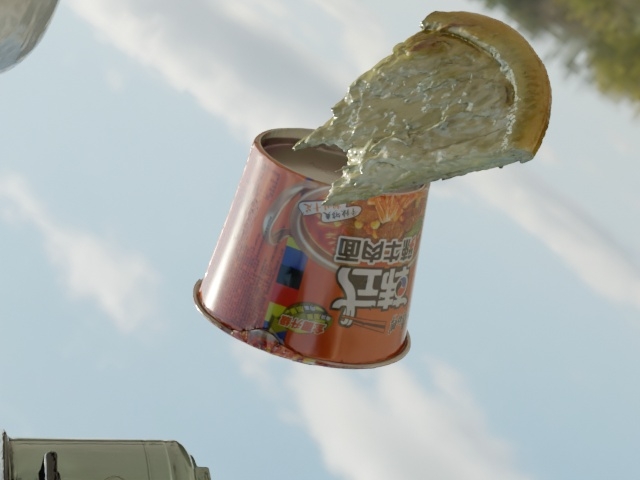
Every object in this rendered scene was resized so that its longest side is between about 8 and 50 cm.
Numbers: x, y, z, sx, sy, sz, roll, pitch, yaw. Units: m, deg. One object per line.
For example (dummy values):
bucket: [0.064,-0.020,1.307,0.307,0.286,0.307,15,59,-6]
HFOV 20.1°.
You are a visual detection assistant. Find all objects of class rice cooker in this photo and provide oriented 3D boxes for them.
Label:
rice cooker: [-0.215,0.283,1.553,0.227,0.280,0.241,3,-130,-13]

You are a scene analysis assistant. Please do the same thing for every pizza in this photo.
pizza: [0.088,-0.122,1.677,0.034,0.262,0.181,40,-144,-53]

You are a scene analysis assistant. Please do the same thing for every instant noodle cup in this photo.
instant noodle cup: [0.000,0.000,1.953,0.250,0.192,0.250,12,-160,-5]

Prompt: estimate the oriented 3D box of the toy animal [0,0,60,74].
toy animal: [-0.231,-0.263,1.442,0.138,0.282,0.140,23,-162,-50]
